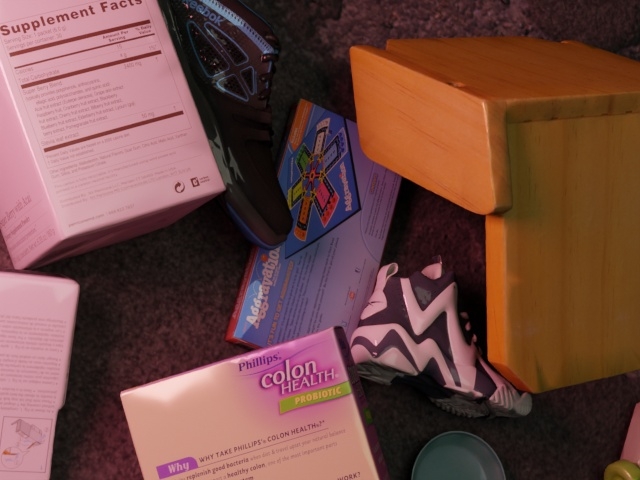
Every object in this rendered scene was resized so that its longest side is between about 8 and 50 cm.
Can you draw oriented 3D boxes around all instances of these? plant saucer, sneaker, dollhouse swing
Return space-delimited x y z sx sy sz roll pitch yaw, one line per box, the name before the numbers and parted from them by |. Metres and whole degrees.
plant saucer | 0.147 0.268 1.601 0.119 0.021 0.119 6 77 -24
sneaker | 0.143 0.098 1.598 0.235 0.094 0.153 20 68 -22
sneaker | -0.090 -0.158 1.509 0.140 0.125 0.340 -23 89 -9
dollhouse swing | 0.232 -0.042 1.637 0.347 0.315 0.304 -8 115 -36

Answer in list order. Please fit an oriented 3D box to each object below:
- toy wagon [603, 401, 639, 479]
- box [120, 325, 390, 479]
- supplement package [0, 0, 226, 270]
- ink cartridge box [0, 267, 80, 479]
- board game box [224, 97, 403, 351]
toy wagon | 0.478 0.334 1.722 0.267 0.068 0.344 -19 88 -28
box | -0.048 0.227 1.412 0.214 0.117 0.243 -18 86 4
supplement package | -0.244 -0.142 1.418 0.175 0.177 0.292 -19 86 -28
ink cartridge box | -0.375 0.138 1.360 0.275 0.060 0.238 7 95 -25
board game box | 0.000 0.000 1.589 0.145 0.027 0.281 23 69 -21
